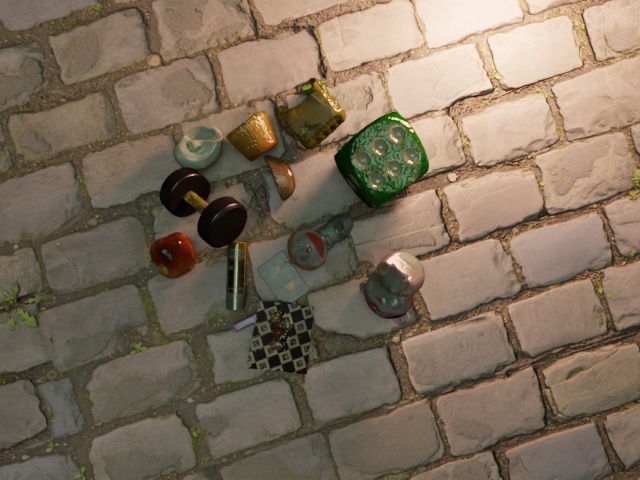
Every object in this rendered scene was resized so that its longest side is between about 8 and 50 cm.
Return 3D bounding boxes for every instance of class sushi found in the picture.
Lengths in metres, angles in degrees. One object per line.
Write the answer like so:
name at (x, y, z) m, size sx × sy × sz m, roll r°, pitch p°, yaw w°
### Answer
sushi at (-0.169, 0.410, 1.895) m, size 0.263 × 0.050 × 0.290 m, roll 9°, pitch 86°, yaw -16°

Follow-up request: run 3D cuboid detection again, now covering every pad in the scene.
pad at (-0.160, 0.168, 1.923) m, size 0.143 × 0.003 × 0.211 m, roll -36°, pitch 90°, yaw -2°

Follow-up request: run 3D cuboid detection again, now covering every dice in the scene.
dice at (0.245, -0.319, 1.801) m, size 0.297 × 0.300 × 0.287 m, roll -34°, pitch 92°, yaw -2°

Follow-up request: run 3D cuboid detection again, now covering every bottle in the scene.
bottle at (-0.356, 0.150, 1.879) m, size 0.082 × 0.082 × 0.286 m, roll 2°, pitch 88°, yaw -2°

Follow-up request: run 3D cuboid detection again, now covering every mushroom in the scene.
mushroom at (-0.166, -0.279, 1.901) m, size 0.094 × 0.072 × 0.210 m, roll -19°, pitch 89°, yaw -11°

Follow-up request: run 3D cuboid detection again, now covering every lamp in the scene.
lamp at (0.305, 0.177, 1.812) m, size 0.247 × 0.301 × 0.247 m, roll 39°, pitch 48°, yaw 16°

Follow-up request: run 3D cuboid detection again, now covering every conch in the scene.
conch at (-0.508, -0.388, 1.869) m, size 0.221 × 0.121 × 0.185 m, roll -27°, pitch 85°, yaw -9°

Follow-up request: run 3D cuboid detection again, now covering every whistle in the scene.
whistle at (0.000, 0.000, 1.859) m, size 0.347 × 0.189 × 0.189 m, roll -34°, pitch 90°, yaw -13°

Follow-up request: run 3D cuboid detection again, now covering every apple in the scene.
apple at (-0.605, 0.066, 1.833) m, size 0.199 × 0.199 × 0.199 m, roll 0°, pitch 89°, yaw -2°

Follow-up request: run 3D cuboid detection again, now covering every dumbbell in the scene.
dumbbell at (-0.464, -0.133, 1.768) m, size 0.322 × 0.204 × 0.204 m, roll 36°, pitch 88°, yaw 25°

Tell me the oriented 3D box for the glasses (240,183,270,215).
glasses at (-0.281, -0.164, 1.918) m, size 0.103 × 0.062 × 0.140 m, roll -14°, pitch 89°, yaw 20°

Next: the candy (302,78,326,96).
candy at (-0.001, -0.602, 1.933) m, size 0.102 × 0.032 × 0.178 m, roll -21°, pitch 90°, yaw -2°

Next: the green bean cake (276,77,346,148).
green bean cake at (-0.043, -0.533, 1.860) m, size 0.236 × 0.124 × 0.233 m, roll -41°, pitch 87°, yaw 13°

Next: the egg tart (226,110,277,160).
egg tart at (-0.272, -0.429, 1.855) m, size 0.202 × 0.202 × 0.147 m, roll -36°, pitch 104°, yaw -2°

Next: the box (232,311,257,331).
box at (-0.311, 0.346, 1.892) m, size 0.117 × 0.050 × 0.036 m, roll -26°, pitch 91°, yaw 0°
